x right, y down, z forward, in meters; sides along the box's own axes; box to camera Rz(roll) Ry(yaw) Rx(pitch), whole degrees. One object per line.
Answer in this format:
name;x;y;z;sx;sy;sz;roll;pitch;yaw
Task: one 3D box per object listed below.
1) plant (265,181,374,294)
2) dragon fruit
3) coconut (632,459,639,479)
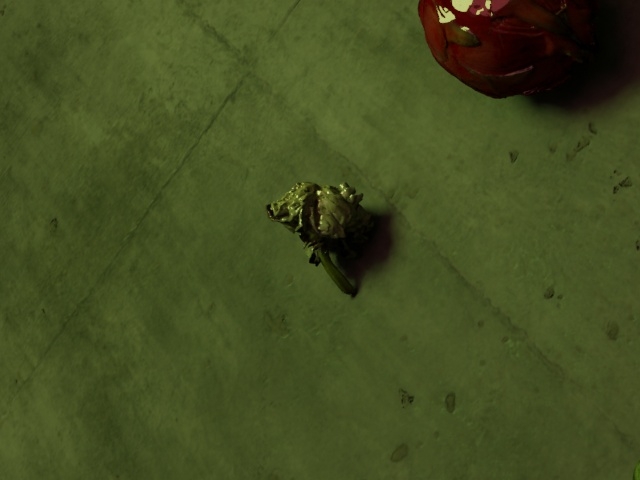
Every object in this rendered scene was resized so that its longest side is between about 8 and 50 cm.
plant;0.000;0.000;1.956;0.104;0.116;0.122;-22;74;53
dragon fruit;0.187;-0.230;1.841;0.209;0.172;0.172;17;81;56
coconut;0.305;0.207;1.547;0.088;0.088;0.096;0;74;45
